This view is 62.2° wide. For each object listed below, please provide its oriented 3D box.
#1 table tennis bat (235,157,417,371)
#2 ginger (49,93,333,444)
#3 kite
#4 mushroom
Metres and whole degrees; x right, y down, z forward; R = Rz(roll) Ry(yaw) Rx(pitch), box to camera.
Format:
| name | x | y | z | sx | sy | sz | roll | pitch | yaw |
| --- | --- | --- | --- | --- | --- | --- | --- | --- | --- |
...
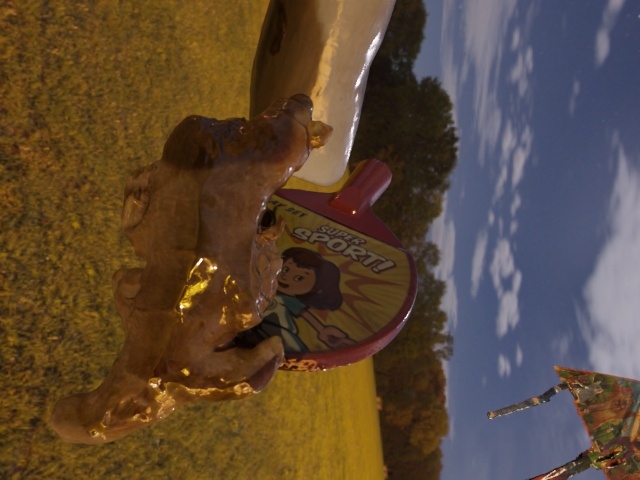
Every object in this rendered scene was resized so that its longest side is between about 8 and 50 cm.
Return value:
| name | x | y | z | sx | sy | sz | roll | pitch | yaw |
| --- | --- | --- | --- | --- | --- | --- | --- | --- | --- |
| table tennis bat | 0.000 | 0.000 | 0.644 | 0.415 | 0.268 | 0.051 | -50 | 160 | -51 |
| ginger | -0.094 | 0.023 | 0.432 | 0.080 | 0.166 | 0.333 | 81 | 28 | -82 |
| kite | 0.215 | 0.152 | 0.389 | 0.183 | 0.160 | 0.010 | 61 | 6 | -19 |
| mushroom | 0.005 | -0.252 | 0.543 | 0.177 | 0.125 | 0.397 | -110 | -151 | -42 |
